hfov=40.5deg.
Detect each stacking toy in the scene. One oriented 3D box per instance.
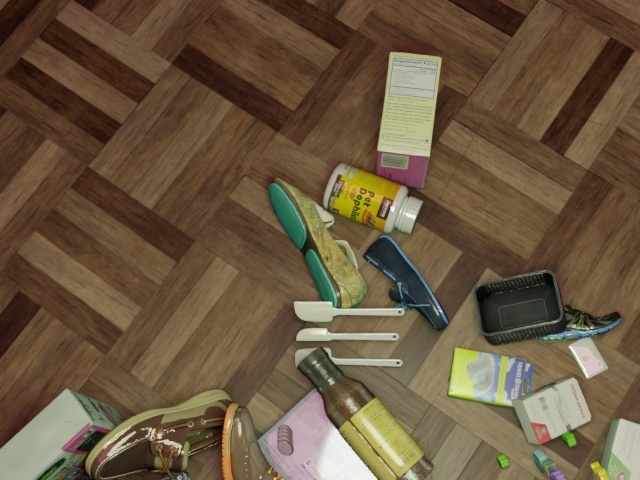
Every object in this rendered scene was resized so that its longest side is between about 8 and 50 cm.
[{"bbox_3d":[0.471,0.473,1.777,0.167,0.221,0.052,-21,105,-3],"label":"stacking toy"}]

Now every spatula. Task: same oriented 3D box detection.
[{"bbox_3d":[0.063,0.214,1.917,0.242,0.019,0.168,1,103,4],"label":"spatula"}]

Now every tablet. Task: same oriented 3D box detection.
[{"bbox_3d":[0.593,0.258,1.923,0.054,0.006,0.083,-26,74,-4],"label":"tablet"}]

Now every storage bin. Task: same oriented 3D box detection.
[{"bbox_3d":[0.435,0.148,1.894,0.180,0.084,0.122,-14,64,17],"label":"storage bin"}]

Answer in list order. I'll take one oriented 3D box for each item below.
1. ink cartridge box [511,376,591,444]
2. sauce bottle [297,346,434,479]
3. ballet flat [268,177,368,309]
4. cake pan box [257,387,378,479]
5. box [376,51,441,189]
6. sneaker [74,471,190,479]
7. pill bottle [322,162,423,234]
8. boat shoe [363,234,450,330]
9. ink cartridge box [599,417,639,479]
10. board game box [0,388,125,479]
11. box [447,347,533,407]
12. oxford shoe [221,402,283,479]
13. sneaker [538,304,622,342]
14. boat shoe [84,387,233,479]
[{"bbox_3d":[0.492,0.362,1.849,0.135,0.056,0.099,-20,86,-17],"label":"ink cartridge box"},{"bbox_3d":[0.087,0.369,1.798,0.111,0.111,0.344,-38,76,-8],"label":"sauce bottle"},{"bbox_3d":[0.000,0.000,1.987,0.123,0.123,0.348,-28,74,-5],"label":"ballet flat"},{"bbox_3d":[0.026,0.459,1.867,0.246,0.070,0.267,-44,76,-7],"label":"cake pan box"},{"bbox_3d":[0.199,-0.270,1.990,0.117,0.213,0.243,8,75,5],"label":"box"},{"bbox_3d":[-0.378,0.528,1.830,0.282,0.099,0.153,29,78,-11],"label":"sneaker"},{"bbox_3d":[0.122,-0.090,1.993,0.215,0.117,0.117,21,76,9],"label":"pill bottle"},{"bbox_3d":[0.192,0.109,1.954,0.089,0.109,0.258,-36,59,0],"label":"boat shoe"},{"bbox_3d":[0.700,0.479,1.808,0.212,0.093,0.154,17,76,9],"label":"ink cartridge box"},{"bbox_3d":[-0.526,0.433,1.782,0.224,0.303,0.097,-42,75,-8],"label":"board game box"},{"bbox_3d":[0.375,0.304,1.904,0.178,0.042,0.109,9,75,7],"label":"box"},{"bbox_3d":[-0.114,0.503,1.790,0.133,0.130,0.363,-11,99,11],"label":"oxford shoe"},{"bbox_3d":[0.569,0.177,1.913,0.188,0.067,0.078,-8,77,7],"label":"sneaker"},{"bbox_3d":[-0.312,0.423,1.802,0.342,0.123,0.123,-17,45,-34],"label":"boat shoe"}]
